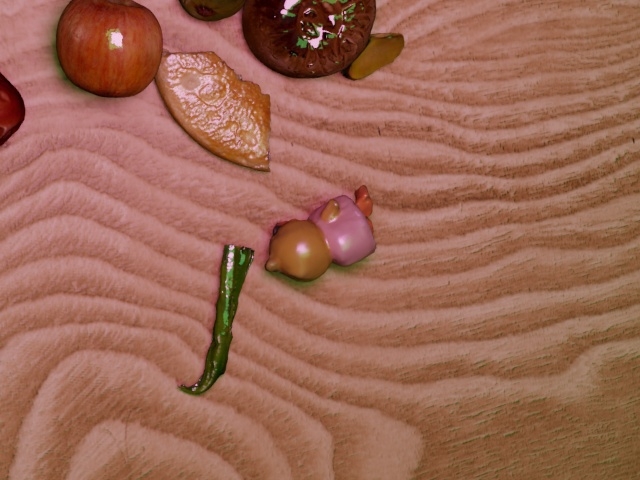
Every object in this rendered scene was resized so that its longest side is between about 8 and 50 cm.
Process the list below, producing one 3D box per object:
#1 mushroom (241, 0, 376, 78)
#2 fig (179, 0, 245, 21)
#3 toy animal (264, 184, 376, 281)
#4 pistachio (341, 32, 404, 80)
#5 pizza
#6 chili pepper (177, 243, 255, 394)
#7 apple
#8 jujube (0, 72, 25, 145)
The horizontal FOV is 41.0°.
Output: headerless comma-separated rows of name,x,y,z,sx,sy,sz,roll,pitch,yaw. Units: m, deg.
mushroom,-0.024,-0.487,1.840,0.297,0.163,0.278,-28,100,2
fig,-0.213,-0.591,1.796,0.151,0.151,0.259,15,75,-20
toy animal,0.000,0.003,1.924,0.281,0.169,0.195,-19,138,-13
pistachio,0.110,-0.433,1.959,0.173,0.049,0.089,-31,130,-14
pizza,-0.221,-0.292,1.853,0.365,0.074,0.182,39,86,-19
chili pepper,-0.226,0.182,1.922,0.085,0.076,0.359,15,92,-45
apple,-0.419,-0.390,1.701,0.211,0.211,0.188,12,116,-20
jujube,-0.681,-0.289,1.661,0.155,0.155,0.230,-34,97,-12
